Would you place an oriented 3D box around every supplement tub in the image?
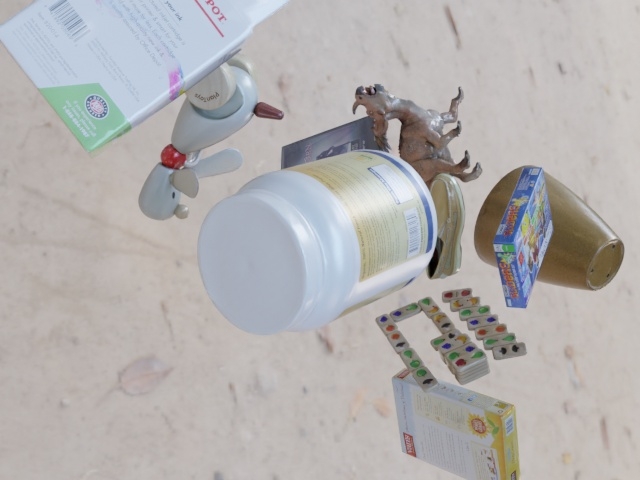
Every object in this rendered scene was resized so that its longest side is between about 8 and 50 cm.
[{"bbox_3d":[0.000,0.000,1.398,0.316,0.228,0.228,-20,95,-51],"label":"supplement tub"}]

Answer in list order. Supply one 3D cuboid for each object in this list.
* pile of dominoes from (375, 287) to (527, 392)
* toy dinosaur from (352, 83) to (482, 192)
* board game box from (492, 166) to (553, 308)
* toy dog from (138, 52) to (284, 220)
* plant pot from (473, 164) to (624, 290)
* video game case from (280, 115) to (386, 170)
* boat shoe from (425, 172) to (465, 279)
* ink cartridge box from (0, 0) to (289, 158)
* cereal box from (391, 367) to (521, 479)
[{"bbox_3d":[0.226,0.158,1.729,0.251,0.196,0.040,-125,-165,-55],"label":"pile of dominoes"},{"bbox_3d":[0.188,-0.174,1.861,0.127,0.200,0.295,-39,115,-67],"label":"toy dinosaur"},{"bbox_3d":[0.332,-0.007,1.576,0.201,0.035,0.136,-58,140,-43],"label":"board game box"},{"bbox_3d":[-0.176,-0.163,1.646,0.161,0.333,0.220,33,45,5],"label":"toy dog"},{"bbox_3d":[0.494,-0.003,2.027,0.237,0.254,0.237,-22,127,-32],"label":"plant pot"},{"bbox_3d":[0.023,-0.140,2.027,0.026,0.274,0.196,23,61,-46],"label":"video game case"},{"bbox_3d":[0.208,-0.020,1.695,0.072,0.068,0.190,-19,111,-37],"label":"boat shoe"},{"bbox_3d":[-0.239,-0.300,1.351,0.207,0.353,0.119,53,-9,-5],"label":"ink cartridge box"},{"bbox_3d":[0.239,0.337,1.730,0.047,0.240,0.173,-30,123,-38],"label":"cereal box"}]
